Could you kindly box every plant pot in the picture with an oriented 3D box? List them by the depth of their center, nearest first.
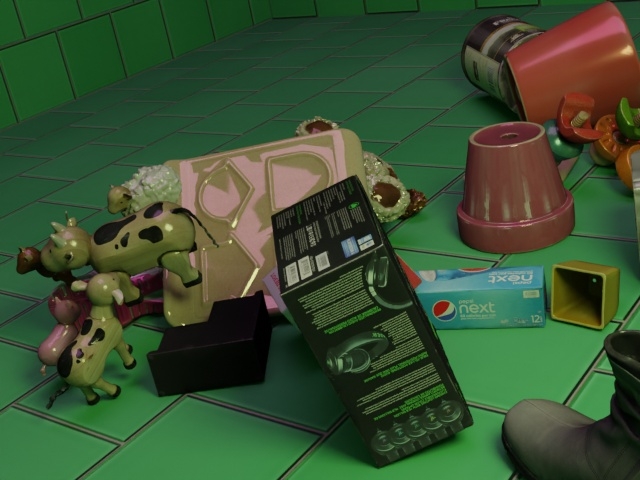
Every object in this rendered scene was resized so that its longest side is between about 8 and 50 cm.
[{"bbox_3d":[0.384,0.068,1.292,0.081,0.081,0.083,11,22,42],"label":"plant pot"},{"bbox_3d":[0.328,-0.099,1.566,0.201,0.180,0.201,-10,23,4],"label":"plant pot"},{"bbox_3d":[0.540,-0.351,1.969,0.243,0.275,0.275,-17,23,9],"label":"plant pot"}]

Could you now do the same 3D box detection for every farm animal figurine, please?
[{"bbox_3d":[-0.319,0.042,1.359,0.326,0.172,0.330,-32,50,-5],"label":"farm animal figurine"}]

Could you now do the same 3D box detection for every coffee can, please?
[{"bbox_3d":[0.481,-0.427,2.211,0.201,0.201,0.275,-14,24,-6],"label":"coffee can"}]

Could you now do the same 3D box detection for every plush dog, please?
[{"bbox_3d":[0.067,-0.094,1.717,0.262,0.211,0.225,44,36,23],"label":"plush dog"}]

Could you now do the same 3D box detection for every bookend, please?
[{"bbox_3d":[-0.160,0.150,1.354,0.157,0.072,0.156,-10,23,5],"label":"bookend"}]

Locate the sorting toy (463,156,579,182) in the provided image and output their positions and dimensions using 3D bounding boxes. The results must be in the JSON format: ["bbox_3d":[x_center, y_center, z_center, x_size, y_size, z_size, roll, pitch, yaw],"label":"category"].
[{"bbox_3d":[0.405,-0.161,1.835,0.196,0.047,0.347,2,27,29],"label":"sorting toy"}]

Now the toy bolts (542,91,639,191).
[{"bbox_3d":[0.512,-0.156,1.697,0.228,0.158,0.218,9,60,-16],"label":"toy bolts"}]

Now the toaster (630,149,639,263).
[{"bbox_3d":[0.528,-0.038,1.361,0.110,0.168,0.186,-6,23,19],"label":"toaster"}]

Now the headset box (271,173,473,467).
[{"bbox_3d":[0.062,0.100,1.130,0.131,0.283,0.246,-26,22,5],"label":"headset box"}]

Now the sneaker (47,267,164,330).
[{"bbox_3d":[-0.336,0.086,1.561,0.252,0.103,0.111,-9,20,-14],"label":"sneaker"}]

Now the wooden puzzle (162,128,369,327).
[{"bbox_3d":[-0.086,-0.014,1.524,0.347,0.080,0.322,-8,63,4],"label":"wooden puzzle"}]

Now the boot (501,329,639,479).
[{"bbox_3d":[0.299,0.178,0.897,0.118,0.223,0.338,-23,26,-23],"label":"boot"}]

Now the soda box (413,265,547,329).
[{"bbox_3d":[0.223,0.084,1.339,0.210,0.067,0.071,-3,25,17],"label":"soda box"}]

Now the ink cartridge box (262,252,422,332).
[{"bbox_3d":[0.028,0.060,1.326,0.176,0.127,0.128,-44,26,2],"label":"ink cartridge box"}]
